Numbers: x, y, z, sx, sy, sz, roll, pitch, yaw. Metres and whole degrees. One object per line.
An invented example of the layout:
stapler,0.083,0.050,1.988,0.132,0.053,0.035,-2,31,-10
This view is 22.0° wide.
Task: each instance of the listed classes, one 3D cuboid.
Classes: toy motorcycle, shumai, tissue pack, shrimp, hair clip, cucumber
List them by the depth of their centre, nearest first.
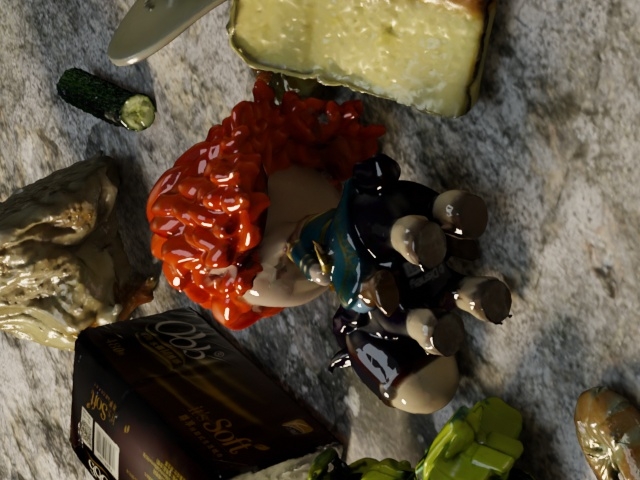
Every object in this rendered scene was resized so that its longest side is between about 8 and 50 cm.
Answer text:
shrimp,0.274,0.213,1.458,0.180,0.041,0.099,62,147,21
toy motorcycle,0.097,0.268,1.670,0.206,0.142,0.342,34,142,-4
hair clip,-0.133,-0.272,1.675,0.172,0.282,0.113,23,135,54
tissue pack,-0.154,0.255,2.002,0.370,0.198,0.210,38,134,46
cucumber,-0.280,-0.185,2.176,0.187,0.058,0.058,26,123,50
shumai,-0.365,0.063,2.212,0.262,0.314,0.267,65,167,-12

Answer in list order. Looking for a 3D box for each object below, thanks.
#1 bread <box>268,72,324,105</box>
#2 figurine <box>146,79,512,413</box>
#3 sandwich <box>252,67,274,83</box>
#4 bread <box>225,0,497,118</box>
bread,-0.020,-0.177,1.762,0.110,0.060,0.066,121,159,-48
figurine,0.009,0.008,1.666,0.411,0.241,0.306,32,154,27
sandwich,-0.063,-0.212,1.818,0.101,0.026,0.069,-110,27,-51
bread,0.049,-0.255,1.510,0.236,0.198,0.263,35,132,37
